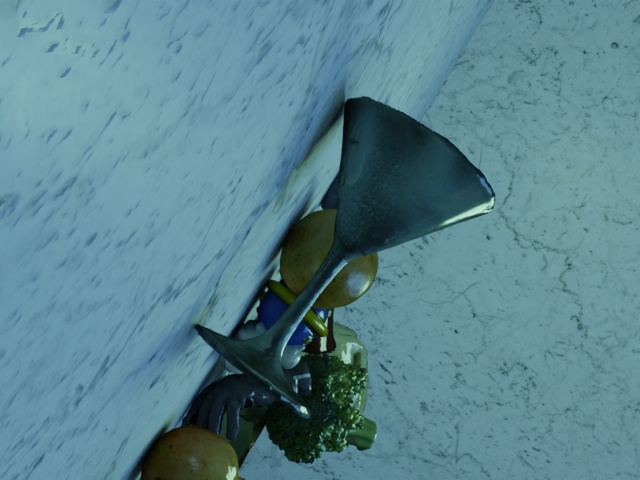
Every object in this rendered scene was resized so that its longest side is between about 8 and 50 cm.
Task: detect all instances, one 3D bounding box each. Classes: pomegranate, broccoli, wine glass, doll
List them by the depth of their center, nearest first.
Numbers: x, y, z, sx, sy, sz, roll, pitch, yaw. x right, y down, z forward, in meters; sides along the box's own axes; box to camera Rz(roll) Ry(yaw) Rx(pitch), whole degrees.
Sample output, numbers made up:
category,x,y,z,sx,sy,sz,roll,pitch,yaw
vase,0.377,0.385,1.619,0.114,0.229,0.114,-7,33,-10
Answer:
category,x,y,z,sx,sy,sz,roll,pitch,yaw
wine glass,0.022,0.026,1.074,0.406,0.267,0.267,-51,175,-9
pomegranate,-0.237,0.436,1.390,0.191,0.191,0.191,-57,176,-7
pomegranate,0.017,0.029,1.411,0.196,0.196,0.196,-57,176,-7
doll,-0.084,0.189,1.561,0.243,0.159,0.311,-59,-174,-12
broccoli,-0.001,0.373,1.709,0.288,0.259,0.235,-80,171,-53

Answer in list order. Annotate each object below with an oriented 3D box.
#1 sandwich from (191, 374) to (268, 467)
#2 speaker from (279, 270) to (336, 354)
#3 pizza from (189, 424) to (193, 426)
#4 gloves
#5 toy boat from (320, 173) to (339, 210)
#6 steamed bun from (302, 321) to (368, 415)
category,x,y,z,sx,sy,sz,roll,pitch,yaw
sandwich,-0.203,0.413,1.830,0.227,0.155,0.198,-62,176,37
speaker,-0.040,0.090,1.777,0.259,0.198,0.330,-1,117,-37
pizza,-0.321,0.480,1.672,0.134,0.046,0.175,-54,175,-41
gloves,-0.154,0.326,1.576,0.285,0.119,0.142,-28,-178,-11
toy boat,0.097,-0.154,1.640,0.283,0.078,0.127,-56,176,-17
steamed bun,-0.036,0.413,2.188,0.255,0.342,0.368,-26,109,-68
